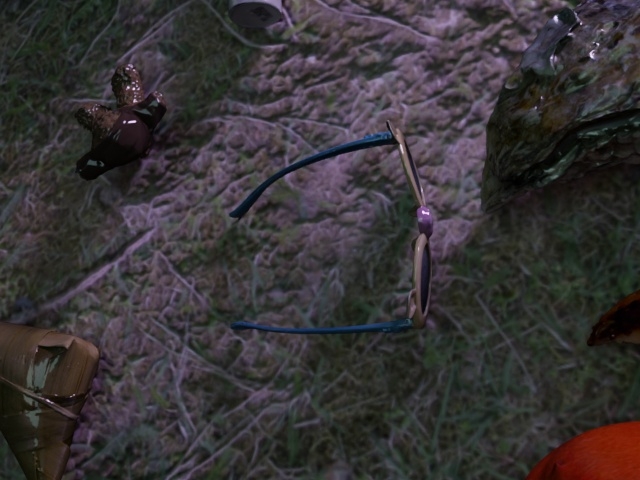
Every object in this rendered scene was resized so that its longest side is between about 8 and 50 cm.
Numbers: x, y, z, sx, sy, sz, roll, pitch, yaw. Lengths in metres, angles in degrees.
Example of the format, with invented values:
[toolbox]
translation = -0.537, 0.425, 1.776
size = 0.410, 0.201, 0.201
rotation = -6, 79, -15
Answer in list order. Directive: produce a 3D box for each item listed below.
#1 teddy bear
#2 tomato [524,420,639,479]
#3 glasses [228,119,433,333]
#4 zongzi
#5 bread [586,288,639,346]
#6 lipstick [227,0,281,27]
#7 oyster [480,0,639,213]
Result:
[teddy bear]
translation = -0.204, -0.112, 1.034
size = 0.119, 0.078, 0.160
rotation = -41, 28, 8
[tomato]
translation = 0.235, 0.252, 0.686
size = 0.225, 0.256, 0.255
rotation = 0, 74, -8
[glasses]
translation = 0.016, 0.006, 0.949
size = 0.221, 0.088, 0.189
rotation = -16, 71, 36
[zongzi]
translation = -0.312, 0.171, 1.004
size = 0.160, 0.078, 0.176
rotation = 8, 82, 27
[bread]
translation = 0.354, 0.062, 0.789
size = 0.269, 0.095, 0.139
rotation = -29, 65, 26
[lipstick]
translation = -0.074, -0.358, 1.065
size = 0.059, 0.059, 0.263
rotation = -7, 73, 18
[oyster]
translation = 0.269, -0.141, 0.852
size = 0.351, 0.158, 0.162
rotation = -39, 24, 15
